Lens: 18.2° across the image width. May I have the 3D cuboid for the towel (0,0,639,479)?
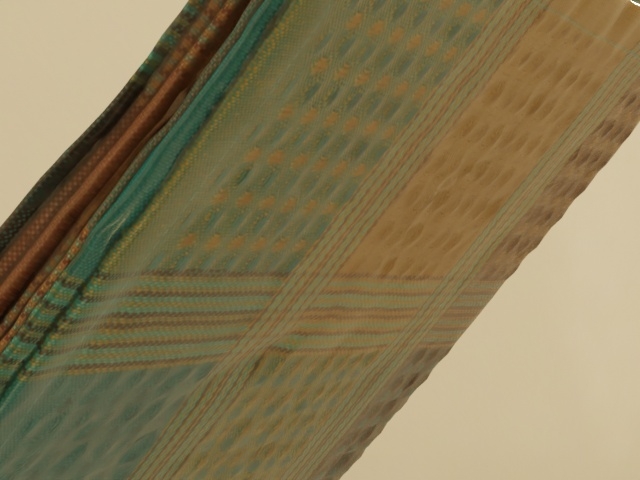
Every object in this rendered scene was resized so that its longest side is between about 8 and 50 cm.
[{"bbox_3d":[0.000,0.000,0.679,0.040,0.370,0.271,44,-76,18],"label":"towel"}]
